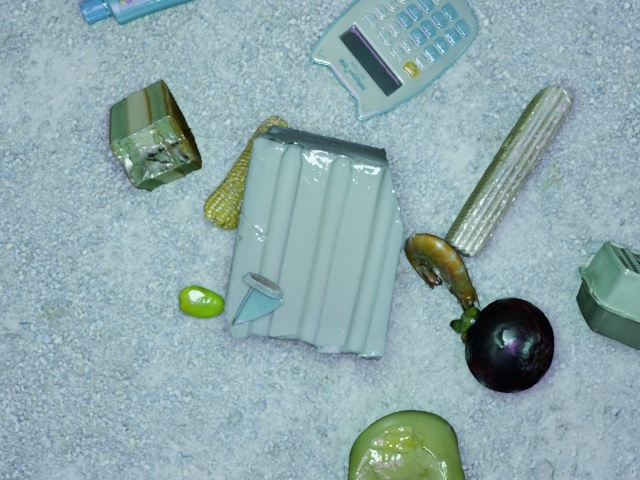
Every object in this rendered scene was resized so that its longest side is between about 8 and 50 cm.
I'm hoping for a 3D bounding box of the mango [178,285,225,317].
[{"bbox_3d":[-0.273,0.142,1.692,0.108,0.056,0.073,9,96,-3],"label":"mango"}]

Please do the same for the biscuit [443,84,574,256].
[{"bbox_3d":[0.422,-0.154,1.653,0.079,0.144,0.426,32,89,0],"label":"biscuit"}]

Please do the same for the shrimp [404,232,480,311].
[{"bbox_3d":[0.279,0.076,1.666,0.068,0.150,0.248,-48,111,-25],"label":"shrimp"}]

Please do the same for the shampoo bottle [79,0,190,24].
[{"bbox_3d":[-0.421,-0.560,1.683,0.259,0.061,0.103,-20,89,0],"label":"shampoo bottle"}]

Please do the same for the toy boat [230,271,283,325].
[{"bbox_3d":[-0.135,0.132,1.498,0.096,0.034,0.122,29,113,-2],"label":"toy boat"}]

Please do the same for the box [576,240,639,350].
[{"bbox_3d":[0.719,0.139,1.619,0.291,0.220,0.166,22,112,-1],"label":"box"}]

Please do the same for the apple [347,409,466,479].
[{"bbox_3d":[0.194,0.503,1.606,0.279,0.279,0.279,0,90,0],"label":"apple"}]

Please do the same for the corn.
[{"bbox_3d":[-0.161,-0.155,1.672,0.101,0.101,0.291,31,87,-1],"label":"corn"}]

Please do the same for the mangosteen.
[{"bbox_3d":[0.407,0.232,1.636,0.216,0.216,0.216,0,90,0],"label":"mangosteen"}]

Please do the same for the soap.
[{"bbox_3d":[0.000,0.000,1.569,0.351,0.213,0.434,10,105,4],"label":"soap"}]

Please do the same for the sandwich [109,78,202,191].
[{"bbox_3d":[-0.377,-0.241,1.617,0.155,0.198,0.227,-25,91,0],"label":"sandwich"}]

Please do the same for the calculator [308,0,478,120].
[{"bbox_3d":[0.180,-0.464,1.693,0.386,0.054,0.256,-39,90,-1],"label":"calculator"}]
